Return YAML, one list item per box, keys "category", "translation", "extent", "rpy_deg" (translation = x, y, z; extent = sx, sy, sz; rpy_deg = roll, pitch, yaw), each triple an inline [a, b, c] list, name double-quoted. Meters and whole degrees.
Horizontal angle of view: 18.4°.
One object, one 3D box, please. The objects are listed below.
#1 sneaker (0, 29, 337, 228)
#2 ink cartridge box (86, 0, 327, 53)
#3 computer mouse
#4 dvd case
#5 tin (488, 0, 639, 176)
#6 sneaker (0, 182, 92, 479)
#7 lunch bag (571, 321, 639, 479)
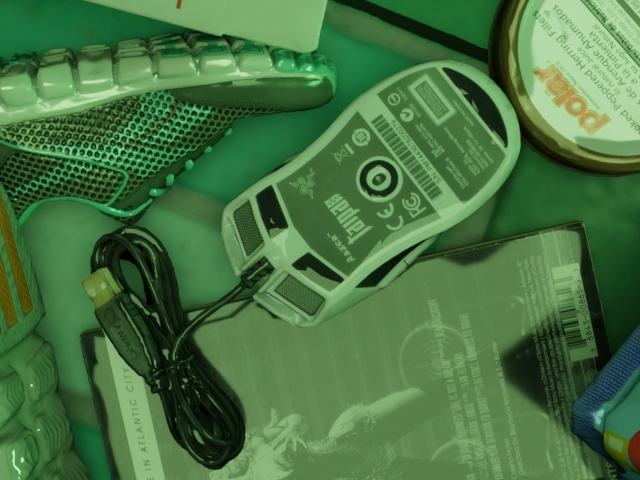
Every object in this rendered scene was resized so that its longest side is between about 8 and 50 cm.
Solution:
- category: "sneaker"
  translation: [-0.074, -0.045, 0.829]
  extent: [0.166, 0.065, 0.076]
  rpy_deg: [-7, 108, 1]
- category: "ink cartridge box"
  translation: [-0.075, -0.151, 0.790]
  extent: [0.181, 0.061, 0.104]
  rpy_deg: [15, 128, 1]
- category: "computer mouse"
  translation: [0.000, 0.000, 0.822]
  extent: [0.193, 0.042, 0.106]
  rpy_deg: [-35, 79, -6]
- category: "dvd case"
  translation: [0.022, 0.095, 0.850]
  extent: [0.221, 0.018, 0.165]
  rpy_deg: [-13, 93, -2]
- category: "tin"
  translation: [0.156, -0.108, 0.841]
  extent: [0.189, 0.040, 0.106]
  rpy_deg: [-42, 89, 0]
- category: "sneaker"
  translation: [-0.185, 0.130, 0.806]
  extent: [0.180, 0.124, 0.321]
  rpy_deg: [-13, 93, 10]
- category: "lunch bag"
  translation: [0.279, 0.032, 0.767]
  extent: [0.221, 0.138, 0.293]
  rpy_deg: [28, 72, 35]
